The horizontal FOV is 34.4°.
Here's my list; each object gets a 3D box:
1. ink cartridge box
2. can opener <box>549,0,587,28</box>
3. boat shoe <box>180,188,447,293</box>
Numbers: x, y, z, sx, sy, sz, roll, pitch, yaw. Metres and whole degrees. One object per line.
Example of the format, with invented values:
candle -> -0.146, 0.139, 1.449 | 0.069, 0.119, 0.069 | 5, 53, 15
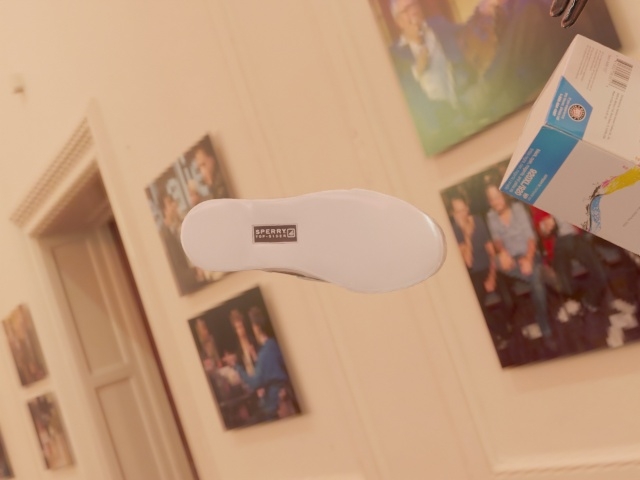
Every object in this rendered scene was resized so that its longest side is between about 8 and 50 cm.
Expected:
ink cartridge box -> 0.392, -0.119, 1.368 | 0.168, 0.233, 0.171 | 112, -176, -59
can opener -> 0.355, -0.366, 1.390 | 0.059, 0.186, 0.073 | 26, -17, -23
boat shoe -> 0.000, 0.000, 1.129 | 0.301, 0.108, 0.102 | -1, 1, 24
